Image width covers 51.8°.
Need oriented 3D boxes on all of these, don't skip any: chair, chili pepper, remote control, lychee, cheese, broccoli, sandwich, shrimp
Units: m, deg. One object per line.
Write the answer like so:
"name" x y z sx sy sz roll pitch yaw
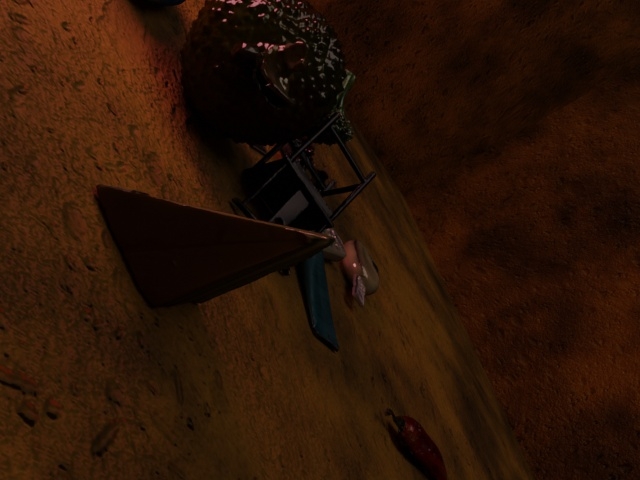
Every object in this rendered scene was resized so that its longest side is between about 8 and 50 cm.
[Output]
"chair" -0.046 -0.078 1.119 0.260 0.141 0.154 -47 113 -30
"chili pepper" 0.178 0.368 1.172 0.268 0.050 0.059 53 -1 -31
"remote control" 0.000 0.000 1.311 0.078 0.042 0.221 65 14 14
"lychee" -0.094 -0.278 1.064 0.270 0.270 0.320 63 0 11
"cheese" 0.086 0.082 1.437 0.127 0.054 0.251 58 14 -12
"broccoli" 0.015 -0.327 1.578 0.194 0.194 0.220 58 -14 -11
"sandwich" -0.102 -0.025 0.666 0.144 0.187 0.117 68 13 6
"shrimp" -0.040 -0.185 1.516 0.178 0.075 0.289 52 1 -28

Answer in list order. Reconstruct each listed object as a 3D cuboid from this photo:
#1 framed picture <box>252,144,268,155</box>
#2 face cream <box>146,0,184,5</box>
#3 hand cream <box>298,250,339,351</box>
"framed picture" -0.133 -0.204 1.321 0.066 0.007 0.089 65 14 17
"face cream" -0.289 -0.486 1.162 0.149 0.083 0.264 57 13 -17
"hand cream" -0.007 0.080 1.128 0.083 0.048 0.224 46 25 -46
